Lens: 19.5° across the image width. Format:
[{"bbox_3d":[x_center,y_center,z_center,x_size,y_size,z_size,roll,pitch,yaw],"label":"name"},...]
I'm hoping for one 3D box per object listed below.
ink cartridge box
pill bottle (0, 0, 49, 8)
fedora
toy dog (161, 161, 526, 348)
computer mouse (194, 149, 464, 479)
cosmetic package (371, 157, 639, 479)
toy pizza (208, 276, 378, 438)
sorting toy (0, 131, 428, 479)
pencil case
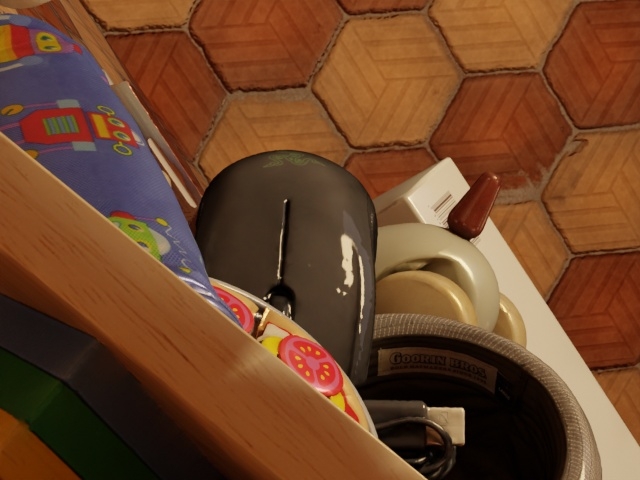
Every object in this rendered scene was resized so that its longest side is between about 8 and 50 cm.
[{"bbox_3d":[-0.144,-0.065,1.603,0.181,0.056,0.224,57,-25,-14],"label":"ink cartridge box"},{"bbox_3d":[-0.305,-0.324,1.598,0.152,0.152,0.272,57,2,38],"label":"pill bottle"},{"bbox_3d":[0.037,0.168,1.138,0.243,0.275,0.124,34,-39,28],"label":"fedora"},{"bbox_3d":[0.000,0.000,1.322,0.333,0.161,0.220,17,1,-2],"label":"toy dog"},{"bbox_3d":[-0.015,0.028,1.136,0.272,0.188,0.072,-93,-175,-46],"label":"computer mouse"},{"bbox_3d":[0.087,0.159,1.526,0.377,0.284,0.097,57,35,-6],"label":"cosmetic package"},{"bbox_3d":[-0.050,0.087,0.986,0.201,0.032,0.201,22,39,-19],"label":"toy pizza"},{"bbox_3d":[-0.032,0.102,0.578,0.257,0.089,0.255,39,-13,7],"label":"sorting toy"},{"bbox_3d":[-0.127,0.004,0.880,0.306,0.119,0.133,-123,-137,-56],"label":"pencil case"}]
